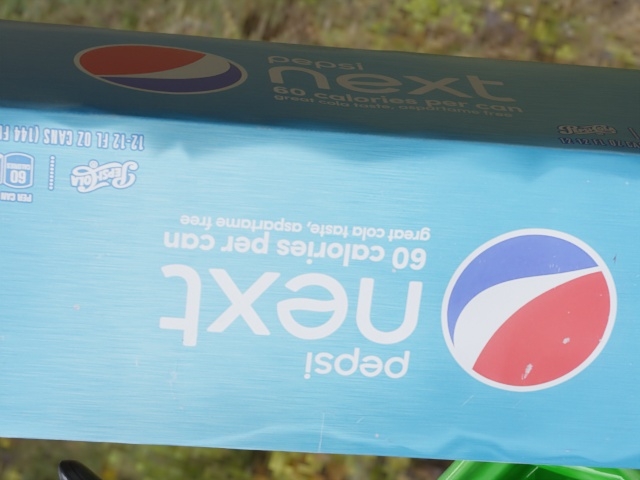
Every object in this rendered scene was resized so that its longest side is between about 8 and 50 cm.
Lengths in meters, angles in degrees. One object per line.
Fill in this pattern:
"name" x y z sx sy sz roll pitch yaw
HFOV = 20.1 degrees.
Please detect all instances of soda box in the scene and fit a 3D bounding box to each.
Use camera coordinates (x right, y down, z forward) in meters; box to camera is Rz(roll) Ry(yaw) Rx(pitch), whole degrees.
"soda box" 0.000 0.000 0.382 0.210 0.071 0.067 4 -159 -7

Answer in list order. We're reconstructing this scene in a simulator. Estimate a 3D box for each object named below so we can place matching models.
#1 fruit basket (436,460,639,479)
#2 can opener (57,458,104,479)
"fruit basket" 0.057 0.278 0.669 0.283 0.392 0.392 44 165 7
"can opener" -0.078 0.177 0.892 0.186 0.059 0.073 57 173 -22
